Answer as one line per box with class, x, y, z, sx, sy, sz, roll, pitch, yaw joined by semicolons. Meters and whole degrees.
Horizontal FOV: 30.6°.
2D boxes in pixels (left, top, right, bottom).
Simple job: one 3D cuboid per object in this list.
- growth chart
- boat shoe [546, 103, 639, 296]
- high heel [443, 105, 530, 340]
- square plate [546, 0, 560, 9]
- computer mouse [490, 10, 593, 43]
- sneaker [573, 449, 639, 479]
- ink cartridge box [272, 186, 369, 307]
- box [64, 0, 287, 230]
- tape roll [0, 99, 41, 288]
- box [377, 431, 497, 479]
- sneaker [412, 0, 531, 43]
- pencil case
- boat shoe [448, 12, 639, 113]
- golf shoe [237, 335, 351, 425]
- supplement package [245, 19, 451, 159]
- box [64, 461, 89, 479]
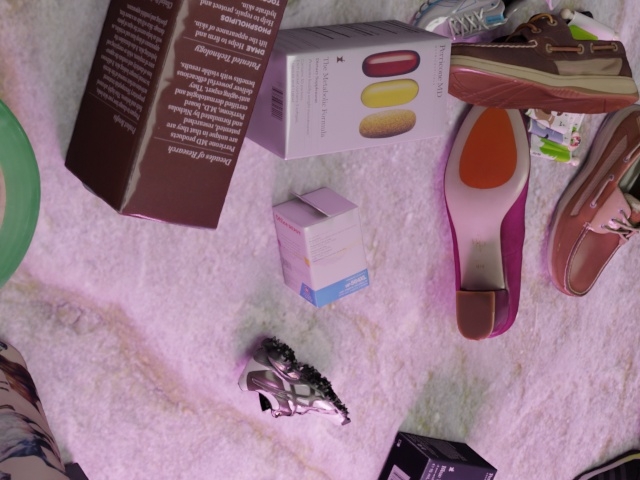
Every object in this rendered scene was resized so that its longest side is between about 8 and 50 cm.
growth chart;0.370;-0.227;1.764;0.172;0.021;0.237;-1;114;-41
boat shoe;0.462;-0.056;1.851;0.123;0.116;0.325;14;102;-35
high heel;0.256;-0.039;1.772;0.181;0.127;0.378;-13;112;-72
square plate;0.345;-0.527;1.521;0.347;0.049;0.344;-50;146;-44
computer mouse;0.308;-0.287;1.715;0.242;0.041;0.071;-26;129;-29
sneaker;0.537;0.457;2.122;0.234;0.097;0.084;-29;122;-19
ink cartridge box;0.000;0.000;1.601;0.089;0.092;0.143;-21;120;-24
box;-0.158;-0.223;1.350;0.143;0.191;0.382;13;103;-35
tape roll;-0.476;-0.051;1.293;0.321;0.077;0.321;-13;116;-27
box;0.176;0.405;1.879;0.158;0.093;0.156;16;100;-37
sneaker;0.210;-0.311;1.612;0.190;0.083;0.071;-34;125;-14
pencil case;-0.357;0.279;1.315;0.159;0.410;0.184;-28;135;-13
boat shoe;0.300;-0.255;1.630;0.341;0.123;0.123;2;80;-28
golf shoe;-0.039;0.221;1.689;0.094;0.077;0.198;-45;120;5
supplement package;0.031;-0.200;1.511;0.244;0.134;0.139;-11;115;-28
box;-0.338;0.460;1.534;0.143;0.165;0.271;-17;117;-26
